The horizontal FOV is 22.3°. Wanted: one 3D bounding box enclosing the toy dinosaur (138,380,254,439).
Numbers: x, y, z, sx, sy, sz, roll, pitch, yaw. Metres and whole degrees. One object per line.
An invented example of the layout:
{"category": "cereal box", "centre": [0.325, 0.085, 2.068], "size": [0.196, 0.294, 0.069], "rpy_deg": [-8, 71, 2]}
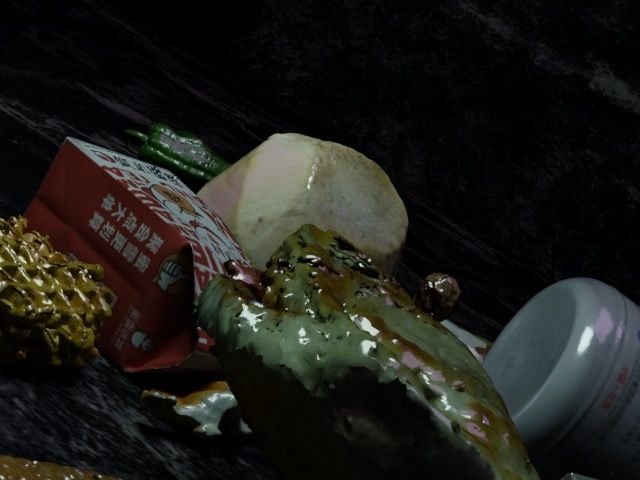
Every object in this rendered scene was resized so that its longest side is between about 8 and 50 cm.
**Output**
{"category": "toy dinosaur", "centre": [-0.101, 0.152, 1.471], "size": [0.142, 0.057, 0.212], "rpy_deg": [10, -5, -12]}

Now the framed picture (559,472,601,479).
{"category": "framed picture", "centre": [0.367, 0.384, 1.242], "size": [0.326, 0.028, 0.446], "rpy_deg": [20, 34, -48]}

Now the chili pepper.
{"category": "chili pepper", "centre": [-0.178, -0.111, 2.473], "size": [0.257, 0.074, 0.100], "rpy_deg": [30, 6, -24]}

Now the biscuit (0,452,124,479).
{"category": "biscuit", "centre": [-0.199, 0.182, 1.079], "size": [0.237, 0.026, 0.131], "rpy_deg": [22, 14, -41]}

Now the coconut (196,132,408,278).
{"category": "coconut", "centre": [-0.038, 0.014, 1.783], "size": [0.259, 0.259, 0.259], "rpy_deg": [29, 10, -6]}

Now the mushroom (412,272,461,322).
{"category": "mushroom", "centre": [0.068, 0.120, 1.578], "size": [0.148, 0.217, 0.227], "rpy_deg": [25, 11, -22]}

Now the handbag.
{"category": "handbag", "centre": [-0.148, 0.037, 1.581], "size": [0.298, 0.151, 0.171], "rpy_deg": [37, 11, 34]}

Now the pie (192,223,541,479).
{"category": "pie", "centre": [0.074, 0.170, 1.227], "size": [0.395, 0.180, 0.418], "rpy_deg": [55, -5, -31]}

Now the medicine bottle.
{"category": "medicine bottle", "centre": [0.343, 0.212, 1.821], "size": [0.306, 0.245, 0.245], "rpy_deg": [34, 9, -14]}

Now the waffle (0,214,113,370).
{"category": "waffle", "centre": [-0.268, 0.029, 1.402], "size": [0.193, 0.070, 0.197], "rpy_deg": [26, 27, -37]}

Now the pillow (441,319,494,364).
{"category": "pillow", "centre": [0.173, 0.154, 2.137], "size": [0.233, 0.086, 0.214], "rpy_deg": [29, -1, 14]}
